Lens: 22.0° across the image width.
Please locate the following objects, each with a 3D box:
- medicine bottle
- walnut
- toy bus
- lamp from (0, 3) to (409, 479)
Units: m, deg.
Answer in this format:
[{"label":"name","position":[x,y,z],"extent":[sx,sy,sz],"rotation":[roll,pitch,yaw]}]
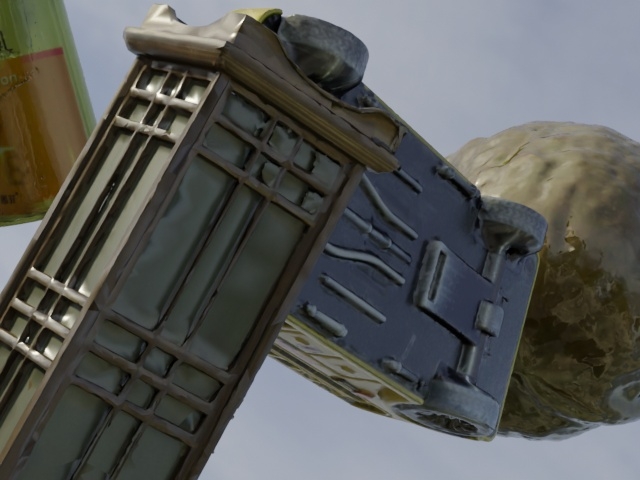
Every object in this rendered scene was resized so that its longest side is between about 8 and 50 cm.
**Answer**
[{"label":"medicine bottle","position":[-0.255,-0.135,1.356],"extent":[0.124,0.124,0.238],"rotation":[-6,-79,46]},{"label":"walnut","position":[0.181,0.023,1.279],"extent":[0.283,0.283,0.227],"rotation":[35,-56,-6]},{"label":"toy bus","position":[0.000,0.000,0.922],"extent":[0.152,0.144,0.330],"rotation":[5,-20,36]},{"label":"lamp","position":[-0.092,0.076,0.591],"extent":[0.090,0.325,0.089],"rotation":[31,-6,-31]}]
